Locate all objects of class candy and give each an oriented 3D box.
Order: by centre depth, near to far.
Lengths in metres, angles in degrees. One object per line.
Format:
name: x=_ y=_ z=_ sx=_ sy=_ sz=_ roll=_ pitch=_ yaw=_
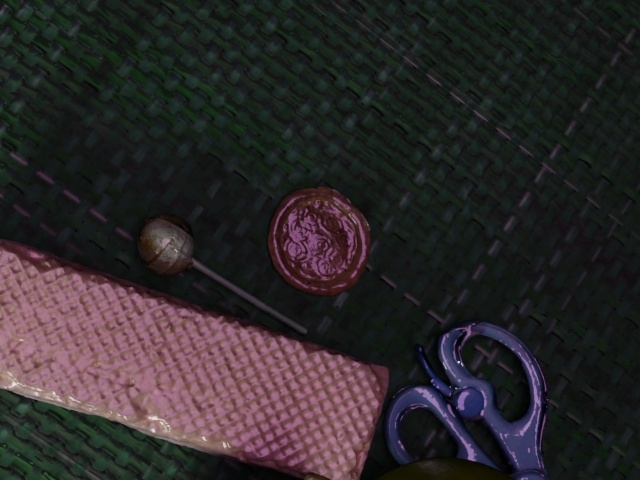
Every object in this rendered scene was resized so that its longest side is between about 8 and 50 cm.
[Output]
candy: x=-0.093 y=0.040 z=1.594 sx=0.202 sy=0.061 sz=0.061 roll=32 pitch=79 yaw=-20

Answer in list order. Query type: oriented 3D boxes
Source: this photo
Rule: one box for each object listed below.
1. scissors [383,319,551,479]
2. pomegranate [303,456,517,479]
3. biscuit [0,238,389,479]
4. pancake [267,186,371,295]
scissors: x=0.217 y=0.258 z=1.671 sx=0.180 sy=0.032 sz=0.393 roll=-39 pitch=98 yaw=-8
pomegranate: x=0.095 y=0.350 z=1.493 sx=0.310 sy=0.216 sz=0.358 roll=-47 pitch=130 yaw=-1
biscuit: x=-0.147 y=0.124 z=1.552 sx=0.426 sy=0.078 sz=0.144 roll=20 pitch=82 yaw=-13
pancake: x=0.000 y=0.000 z=1.636 sx=0.114 sy=0.011 sz=0.115 roll=1 pitch=88 yaw=-18
